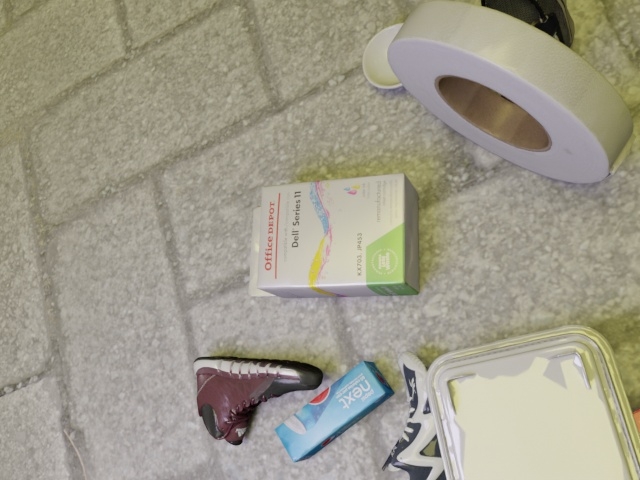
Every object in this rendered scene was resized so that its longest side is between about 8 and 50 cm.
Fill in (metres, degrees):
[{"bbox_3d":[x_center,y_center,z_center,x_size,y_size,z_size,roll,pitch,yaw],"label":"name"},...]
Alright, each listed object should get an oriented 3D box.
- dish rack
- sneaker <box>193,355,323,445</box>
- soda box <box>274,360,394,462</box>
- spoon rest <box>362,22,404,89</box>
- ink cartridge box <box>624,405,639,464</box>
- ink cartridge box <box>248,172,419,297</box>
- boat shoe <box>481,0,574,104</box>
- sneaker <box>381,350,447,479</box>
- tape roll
[{"bbox_3d":[0.308,0.301,0.888,0.286,0.072,0.332,-17,70,18],"label":"dish rack"},{"bbox_3d":[-0.120,0.305,1.162,0.281,0.106,0.162,-3,81,32],"label":"sneaker"},{"bbox_3d":[0.025,0.307,1.111,0.210,0.067,0.071,-39,66,8],"label":"soda box"},{"bbox_3d":[0.211,-0.377,1.200,0.276,0.084,0.137,-11,72,19],"label":"spoon rest"},{"bbox_3d":[0.495,0.363,0.884,0.172,0.100,0.237,-32,67,13],"label":"ink cartridge box"},{"bbox_3d":[0.000,0.000,1.170,0.353,0.119,0.207,-4,75,21],"label":"ink cartridge box"},{"bbox_3d":[0.331,-0.319,1.005,0.127,0.340,0.158,12,92,36],"label":"boat shoe"},{"bbox_3d":[0.152,0.317,1.040,0.153,0.094,0.235,-30,77,4],"label":"sneaker"},{"bbox_3d":[0.284,-0.220,0.962,0.392,0.392,0.072,32,90,26],"label":"tape roll"}]
